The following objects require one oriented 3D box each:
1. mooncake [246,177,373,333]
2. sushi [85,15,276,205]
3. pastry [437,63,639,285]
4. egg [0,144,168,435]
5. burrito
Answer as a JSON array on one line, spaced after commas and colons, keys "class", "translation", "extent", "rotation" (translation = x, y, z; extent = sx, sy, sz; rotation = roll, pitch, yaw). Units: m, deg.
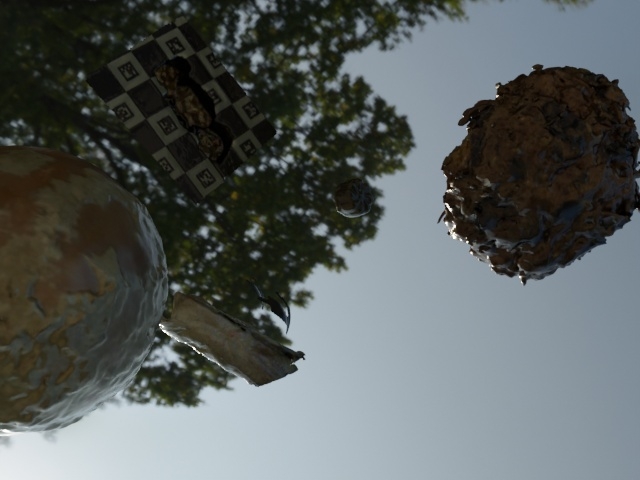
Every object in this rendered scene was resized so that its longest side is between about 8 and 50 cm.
[{"class": "mooncake", "translation": [-0.010, 0.006, 1.034], "extent": [0.057, 0.150, 0.346], "rotation": [-28, -150, 32]}, {"class": "sushi", "translation": [-0.193, -0.173, 1.142], "extent": [0.192, 0.215, 0.050], "rotation": [-47, -168, -36]}, {"class": "pastry", "translation": [0.267, -0.089, 1.027], "extent": [0.275, 0.275, 0.193], "rotation": [-39, -157, 13]}, {"class": "egg", "translation": [-0.210, 0.028, 0.584], "extent": [0.203, 0.203, 0.245], "rotation": [-45, -165, 9]}, {"class": "burrito", "translation": [-0.081, 0.095, 0.763], "extent": [0.041, 0.149, 0.055], "rotation": [-18, -136, 54]}]
